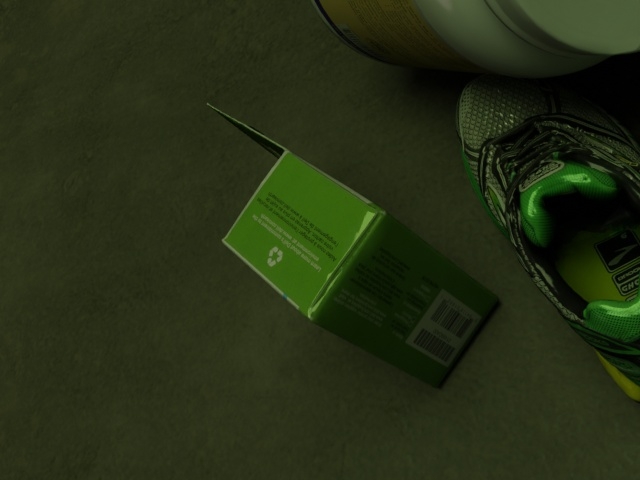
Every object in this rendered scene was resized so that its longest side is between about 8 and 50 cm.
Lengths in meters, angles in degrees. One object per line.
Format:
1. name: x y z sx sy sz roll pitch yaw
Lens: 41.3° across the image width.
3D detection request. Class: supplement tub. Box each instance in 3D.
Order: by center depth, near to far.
1. supplement tub: 0.135 -0.254 0.675 0.241 0.241 0.331 -55 24 -1

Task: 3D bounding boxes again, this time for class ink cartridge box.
1. ink cartridge box: 0.000 0.000 0.737 0.255 0.189 0.097 35 91 45

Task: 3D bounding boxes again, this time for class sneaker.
1. sneaker: 0.191 -0.039 0.633 0.134 0.146 0.343 -39 41 12
